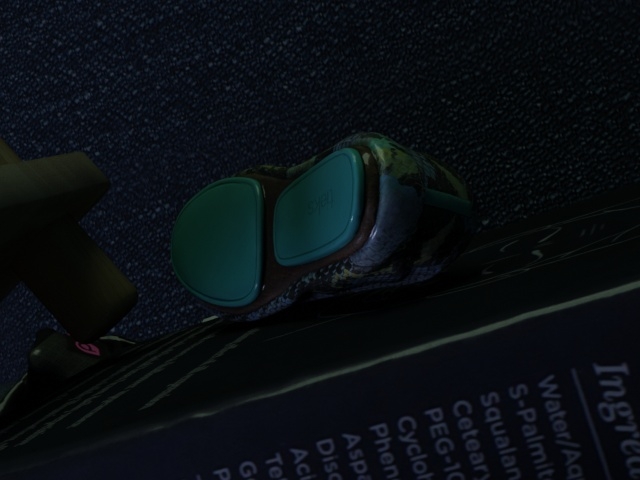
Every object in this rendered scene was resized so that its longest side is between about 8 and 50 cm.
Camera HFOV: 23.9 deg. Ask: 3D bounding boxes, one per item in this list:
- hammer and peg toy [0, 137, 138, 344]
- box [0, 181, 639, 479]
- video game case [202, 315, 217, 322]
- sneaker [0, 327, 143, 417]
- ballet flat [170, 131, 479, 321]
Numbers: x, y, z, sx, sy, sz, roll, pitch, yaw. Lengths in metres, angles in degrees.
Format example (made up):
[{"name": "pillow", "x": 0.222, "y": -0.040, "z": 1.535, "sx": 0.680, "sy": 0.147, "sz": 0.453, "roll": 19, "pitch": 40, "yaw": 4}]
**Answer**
[{"name": "hammer and peg toy", "x": -0.255, "y": 0.098, "z": 0.641, "sx": 0.361, "sy": 0.127, "sz": 0.266, "roll": -44, "pitch": -4, "yaw": 16}, {"name": "box", "x": 0.072, "y": 0.113, "z": 0.586, "sx": 0.395, "sy": 0.212, "sz": 0.293, "roll": -19, "pitch": 3, "yaw": 17}, {"name": "video game case", "x": 0.027, "y": 0.116, "z": 1.076, "sx": 0.210, "sy": 0.042, "sz": 0.232, "roll": -19, "pitch": 43, "yaw": 6}, {"name": "sneaker", "x": -0.139, "y": 0.149, "z": 1.185, "sx": 0.482, "sy": 0.202, "sz": 0.185, "roll": -21, "pitch": 5, "yaw": -28}, {"name": "ballet flat", "x": 0.000, "y": 0.000, "z": 0.610, "sx": 0.070, "sy": 0.070, "sz": 0.188, "roll": -21, "pitch": 6, "yaw": -26}]
